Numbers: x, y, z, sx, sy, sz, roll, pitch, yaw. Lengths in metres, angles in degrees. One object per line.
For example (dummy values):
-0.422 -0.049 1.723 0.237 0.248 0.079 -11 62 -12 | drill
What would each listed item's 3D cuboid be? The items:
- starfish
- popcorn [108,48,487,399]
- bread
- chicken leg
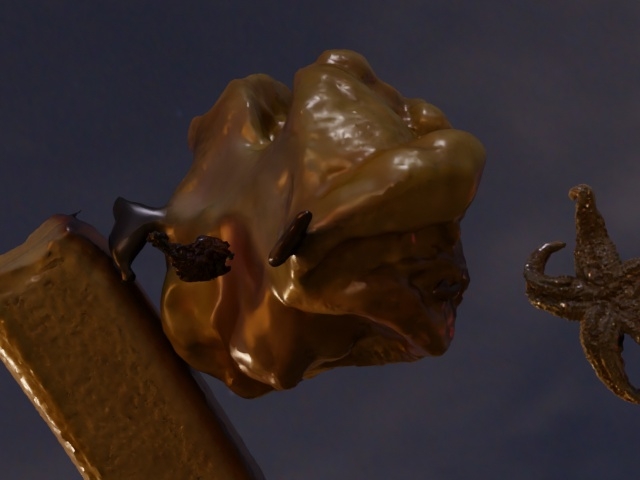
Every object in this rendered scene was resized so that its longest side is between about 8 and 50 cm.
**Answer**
0.265 0.045 1.528 0.150 0.210 0.053 -12 -18 -2 | starfish
0.000 0.000 1.386 0.281 0.316 0.297 16 -72 -42 | popcorn
-0.189 0.135 1.548 0.143 0.323 0.333 -34 -79 -9 | bread
-0.094 0.013 1.236 0.021 0.036 0.083 -11 -11 40 | chicken leg
